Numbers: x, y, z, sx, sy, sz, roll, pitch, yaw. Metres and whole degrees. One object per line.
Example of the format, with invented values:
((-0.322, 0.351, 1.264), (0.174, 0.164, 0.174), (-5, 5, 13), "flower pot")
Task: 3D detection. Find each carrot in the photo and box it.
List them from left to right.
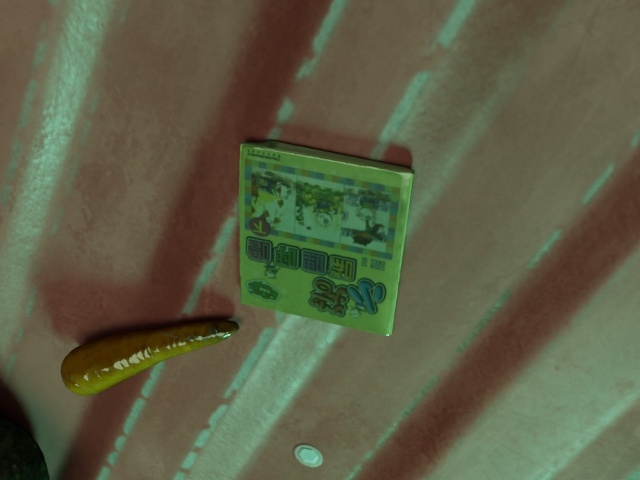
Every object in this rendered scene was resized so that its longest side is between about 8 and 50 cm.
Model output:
((-0.205, 0.126, 0.903), (0.256, 0.061, 0.061), (-20, 111, 25), "carrot")

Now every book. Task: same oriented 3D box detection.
((0.000, 0.000, 0.777), (0.167, 0.013, 0.192), (12, 124, 13), "book")

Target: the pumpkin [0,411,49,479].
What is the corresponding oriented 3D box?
((-0.521, 0.338, 1.023), (0.327, 0.257, 0.292), (34, 113, 6), "pumpkin")
